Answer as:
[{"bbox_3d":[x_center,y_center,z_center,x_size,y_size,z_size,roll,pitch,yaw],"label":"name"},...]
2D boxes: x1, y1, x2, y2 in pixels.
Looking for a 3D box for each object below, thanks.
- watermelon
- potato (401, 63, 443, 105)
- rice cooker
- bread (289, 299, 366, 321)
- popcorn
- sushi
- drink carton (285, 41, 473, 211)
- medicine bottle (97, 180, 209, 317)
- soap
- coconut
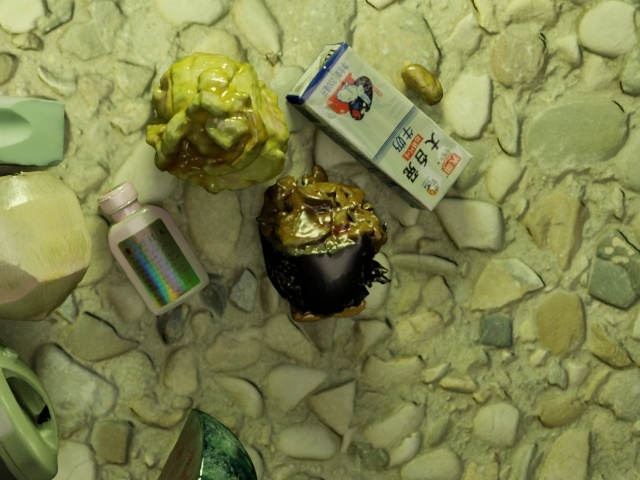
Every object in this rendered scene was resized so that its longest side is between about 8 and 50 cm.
[{"bbox_3d":[-0.198,0.444,1.619,0.148,0.318,0.226,32,129,-21],"label":"watermelon"},{"bbox_3d":[0.183,-0.278,1.713,0.092,0.045,0.046,40,49,-14],"label":"potato"},{"bbox_3d":[-0.548,0.291,1.474,0.277,0.288,0.288,-25,103,-11],"label":"rice cooker"},{"bbox_3d":[0.011,0.114,1.706,0.132,0.074,0.053,-10,89,-16],"label":"bread"},{"bbox_3d":[-0.169,-0.180,1.535,0.212,0.259,0.259,-30,107,23],"label":"popcorn"},{"bbox_3d":[0.005,-0.003,1.636,0.200,0.213,0.204,-26,119,-33],"label":"sushi"},{"bbox_3d":[0.103,-0.192,1.671,0.315,0.106,0.130,39,88,-17],"label":"drink carton"},{"bbox_3d":[-0.285,0.008,1.606,0.115,0.078,0.219,-32,104,-7],"label":"medicine bottle"},{"bbox_3d":[-0.555,-0.166,1.451,0.324,0.193,0.109,-1,94,-42],"label":"soap"},{"bbox_3d":[-0.466,0.012,1.484,0.227,0.227,0.230,-13,100,-13],"label":"coconut"}]
